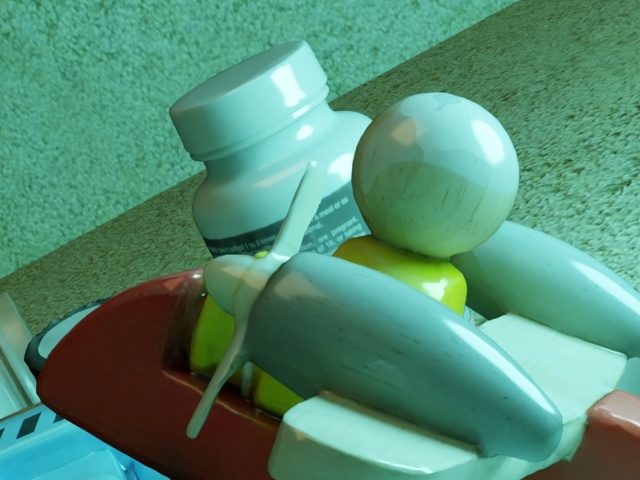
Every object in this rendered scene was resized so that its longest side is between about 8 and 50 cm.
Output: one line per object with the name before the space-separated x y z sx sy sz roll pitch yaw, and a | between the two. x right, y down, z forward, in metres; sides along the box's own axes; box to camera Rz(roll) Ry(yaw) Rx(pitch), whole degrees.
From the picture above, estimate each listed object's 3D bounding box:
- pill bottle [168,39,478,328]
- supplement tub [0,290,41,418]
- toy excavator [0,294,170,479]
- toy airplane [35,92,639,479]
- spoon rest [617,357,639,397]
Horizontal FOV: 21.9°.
pill bottle | 0.000 0.000 1.406 0.176 0.318 0.176 -25 16 8
supplement tub | -0.388 0.208 1.576 0.316 0.228 0.228 -30 14 -10
toy excavator | -0.090 0.211 1.129 0.433 0.222 0.445 -22 24 -8
toy airplane | 0.081 0.060 0.845 0.384 0.272 0.386 -1 3 -24
spoon rest | 0.278 0.100 0.984 0.276 0.084 0.137 -19 53 25
